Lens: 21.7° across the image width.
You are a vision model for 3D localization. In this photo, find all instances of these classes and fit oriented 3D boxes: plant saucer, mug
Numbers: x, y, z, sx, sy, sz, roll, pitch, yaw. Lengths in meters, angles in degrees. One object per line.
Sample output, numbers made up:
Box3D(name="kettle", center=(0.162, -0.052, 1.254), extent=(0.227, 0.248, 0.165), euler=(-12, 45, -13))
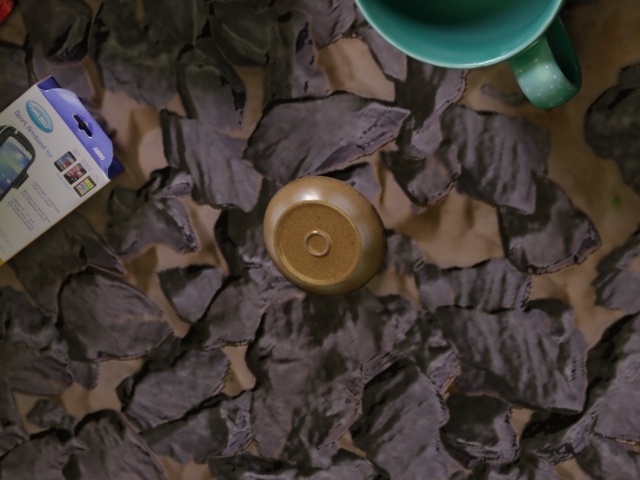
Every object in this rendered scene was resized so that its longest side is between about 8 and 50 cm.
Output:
Box3D(name="plant saucer", center=(0.000, 0.000, 1.080), extent=(0.083, 0.015, 0.083), euler=(6, 113, 16))
Box3D(name="mug", center=(0.086, -0.159, 0.940), extent=(0.129, 0.097, 0.158), euler=(5, 113, 16))

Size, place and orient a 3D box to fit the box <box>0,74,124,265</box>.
Box3D(name="box", center=(-0.195, -0.048, 1.121), extent=(0.136, 0.028, 0.081), euler=(-34, 97, 24))

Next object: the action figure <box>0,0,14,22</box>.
Box3D(name="action figure", center=(-0.235, -0.141, 1.097), extent=(0.115, 0.030, 0.038), euler=(-39, 90, 25))
